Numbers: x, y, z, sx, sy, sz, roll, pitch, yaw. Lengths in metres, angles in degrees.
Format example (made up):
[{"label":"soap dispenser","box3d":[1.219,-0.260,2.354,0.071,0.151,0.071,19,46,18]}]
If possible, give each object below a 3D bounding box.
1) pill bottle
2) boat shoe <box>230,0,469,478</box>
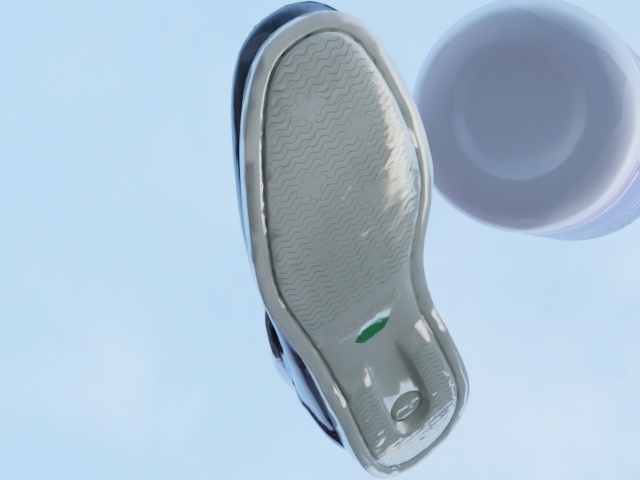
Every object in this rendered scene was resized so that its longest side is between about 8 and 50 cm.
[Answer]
[{"label":"pill bottle","box3d":[0.198,-0.091,1.319,0.181,0.323,0.182,-1,-92,19]},{"label":"boat shoe","box3d":[0.000,0.000,0.638,0.079,0.084,0.233,45,-22,43]}]
